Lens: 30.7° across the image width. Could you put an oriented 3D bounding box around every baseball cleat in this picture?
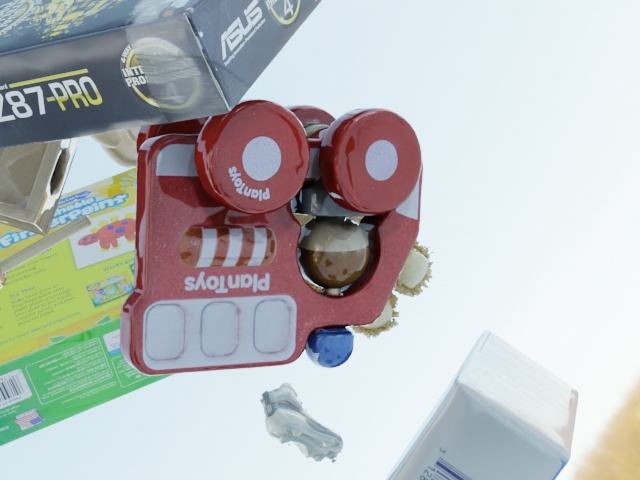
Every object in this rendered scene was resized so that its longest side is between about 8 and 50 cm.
[{"bbox_3d":[-0.027,0.285,1.861,0.072,0.109,0.206,-26,-32,13],"label":"baseball cleat"}]

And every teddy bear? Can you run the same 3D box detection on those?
[{"bbox_3d":[0.000,0.000,1.676,0.113,0.338,0.245,94,-161,-70],"label":"teddy bear"}]

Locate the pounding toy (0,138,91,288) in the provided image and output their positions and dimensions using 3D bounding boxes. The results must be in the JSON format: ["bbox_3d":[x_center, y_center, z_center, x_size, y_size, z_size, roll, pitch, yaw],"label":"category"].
[{"bbox_3d":[-0.318,-0.042,1.216,0.094,0.181,0.206,110,176,-80],"label":"pounding toy"}]

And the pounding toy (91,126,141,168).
[{"bbox_3d":[-0.320,-0.237,2.094,0.154,0.154,0.270,-26,33,32],"label":"pounding toy"}]

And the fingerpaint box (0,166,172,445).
[{"bbox_3d":[-0.401,0.095,1.861,0.444,0.371,0.163,-22,-51,-13],"label":"fingerpaint box"}]

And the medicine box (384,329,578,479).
[{"bbox_3d":[0.170,0.275,1.380,0.263,0.149,0.289,-58,-9,14],"label":"medicine box"}]

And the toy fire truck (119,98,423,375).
[{"bbox_3d":[-0.041,-0.003,1.099,0.302,0.169,0.254,0,-83,-32],"label":"toy fire truck"}]

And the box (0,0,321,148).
[{"bbox_3d":[-0.141,-0.228,1.047,0.395,0.318,0.097,-58,-44,-45],"label":"box"}]
